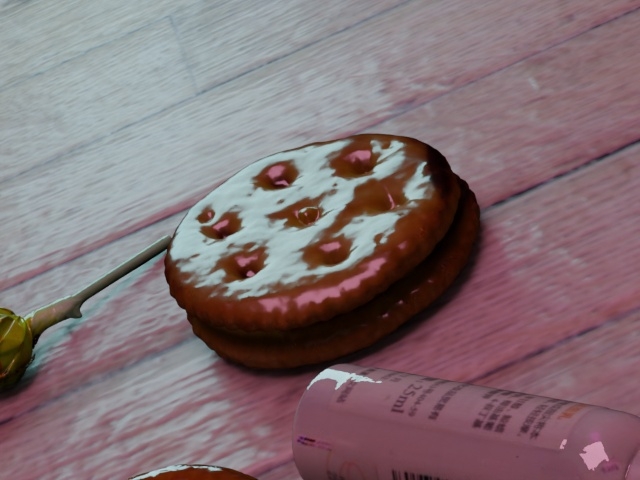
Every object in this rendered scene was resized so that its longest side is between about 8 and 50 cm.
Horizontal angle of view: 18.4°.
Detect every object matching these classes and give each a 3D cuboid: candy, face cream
[{"bbox_3d":[-0.184,0.045,1.436,0.194,0.062,0.058,-32,-13,-27],"label":"candy"},{"bbox_3d":[0.107,0.123,1.086,0.269,0.082,0.082,7,44,41],"label":"face cream"}]

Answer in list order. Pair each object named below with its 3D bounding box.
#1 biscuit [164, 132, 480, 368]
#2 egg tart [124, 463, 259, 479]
[{"bbox_3d":[0.000,0.000,1.351,0.220,0.066,0.220,-17,33,11],"label":"biscuit"},{"bbox_3d":[-0.054,0.212,0.978,0.215,0.171,0.215,-12,49,14],"label":"egg tart"}]
